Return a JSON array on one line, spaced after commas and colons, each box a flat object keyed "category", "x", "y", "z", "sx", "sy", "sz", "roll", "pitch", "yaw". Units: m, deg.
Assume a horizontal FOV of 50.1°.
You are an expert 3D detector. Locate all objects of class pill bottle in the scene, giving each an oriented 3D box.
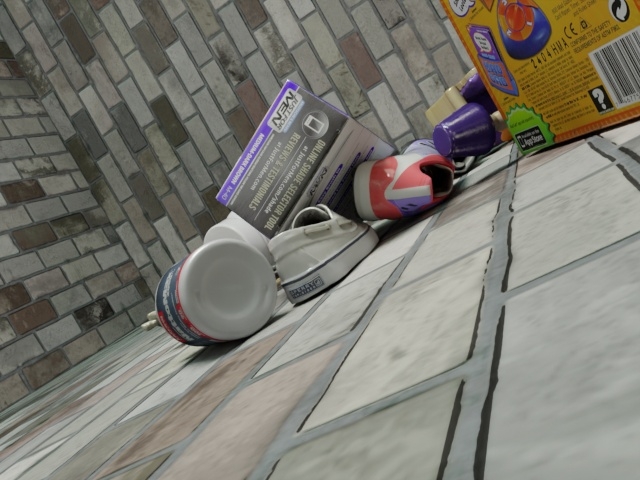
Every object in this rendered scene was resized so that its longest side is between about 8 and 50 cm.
[{"category": "pill bottle", "x": -0.130, "y": 0.067, "z": 0.784, "sx": 0.108, "sy": 0.108, "sz": 0.180, "roll": -31, "pitch": 2, "yaw": -29}, {"category": "pill bottle", "x": -0.096, "y": -0.018, "z": 1.408, "sx": 0.160, "sy": 0.160, "sz": 0.283, "roll": -27, "pitch": 4, "yaw": 41}]

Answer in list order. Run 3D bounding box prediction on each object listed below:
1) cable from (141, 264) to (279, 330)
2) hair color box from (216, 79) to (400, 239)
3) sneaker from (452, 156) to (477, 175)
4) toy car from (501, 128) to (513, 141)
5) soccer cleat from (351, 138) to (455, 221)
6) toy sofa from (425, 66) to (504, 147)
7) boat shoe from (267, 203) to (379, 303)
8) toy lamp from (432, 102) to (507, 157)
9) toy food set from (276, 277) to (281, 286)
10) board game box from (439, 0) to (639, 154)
[{"category": "cable", "x": -0.139, "y": 0.076, "z": 1.084, "sx": 0.139, "sy": 0.072, "sz": 0.287, "roll": -19, "pitch": 9, "yaw": 44}, {"category": "hair color box", "x": 0.002, "y": -0.097, "z": 1.011, "sx": 0.185, "sy": 0.110, "sz": 0.339, "roll": -57, "pitch": -15, "yaw": 8}, {"category": "sneaker", "x": 0.200, "y": -0.138, "z": 1.324, "sx": 0.226, "sy": 0.086, "sz": 0.163, "roll": -28, "pitch": 0, "yaw": 2}, {"category": "toy car", "x": 0.390, "y": -0.291, "z": 1.295, "sx": 0.210, "sy": 0.219, "sz": 0.238, "roll": -3, "pitch": -56, "yaw": -35}, {"category": "soccer cleat", "x": 0.158, "y": -0.092, "z": 1.023, "sx": 0.116, "sy": 0.109, "sz": 0.318, "roll": 1, "pitch": 13, "yaw": 28}, {"category": "toy sofa", "x": 0.421, "y": -0.315, "z": 1.471, "sx": 0.362, "sy": 0.150, "sz": 0.177, "roll": -31, "pitch": -4, "yaw": -29}, {"category": "boat shoe", "x": 0.000, "y": 0.000, "z": 0.852, "sx": 0.096, "sy": 0.088, "sz": 0.267, "roll": -29, "pitch": 3, "yaw": 23}, {"category": "toy lamp", "x": 0.287, "y": -0.183, "z": 0.997, "sx": 0.274, "sy": 0.080, "sz": 0.080, "roll": -19, "pitch": -1, "yaw": -21}, {"category": "toy food set", "x": -0.039, "y": 0.051, "z": 1.083, "sx": 0.122, "sy": 0.019, "sz": 0.078, "roll": -38, "pitch": 3, "yaw": -6}, {"category": "board game box", "x": 0.367, "y": -0.358, "z": 0.782, "sx": 0.356, "sy": 0.356, "sz": 0.356, "roll": -30, "pitch": 3, "yaw": -7}]
